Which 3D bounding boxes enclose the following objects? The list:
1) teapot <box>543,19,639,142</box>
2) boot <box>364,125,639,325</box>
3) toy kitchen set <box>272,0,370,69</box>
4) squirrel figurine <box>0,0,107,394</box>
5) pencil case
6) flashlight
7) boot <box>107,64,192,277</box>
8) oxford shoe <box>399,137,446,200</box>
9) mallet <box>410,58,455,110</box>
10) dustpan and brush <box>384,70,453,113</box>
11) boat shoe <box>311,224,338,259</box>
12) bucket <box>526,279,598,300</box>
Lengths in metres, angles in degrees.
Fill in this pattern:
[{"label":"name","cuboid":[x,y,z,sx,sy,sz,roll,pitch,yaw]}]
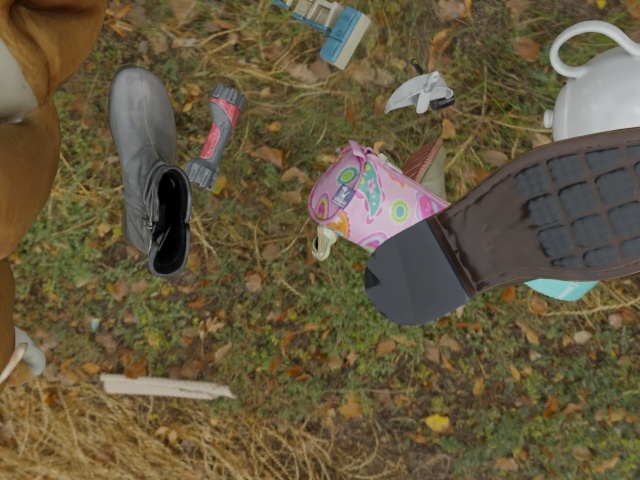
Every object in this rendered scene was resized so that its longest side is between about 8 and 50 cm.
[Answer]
[{"label":"teapot","cuboid":[0.488,-0.220,0.982,0.187,0.252,0.256,7,96,30]},{"label":"boot","cuboid":[0.138,-0.015,0.350,0.219,0.106,0.082,-22,89,32]},{"label":"toy kitchen set","cuboid":[-0.032,-0.490,1.231,0.166,0.207,0.122,16,108,-49]},{"label":"squirrel figurine","cuboid":[-0.298,-0.055,0.399,0.281,0.397,0.370,-9,113,-34]},{"label":"pencil case","cuboid":[0.123,-0.023,0.758,0.284,0.124,0.124,27,118,-25]},{"label":"flashlight","cuboid":[-0.323,-0.309,1.676,0.103,0.103,0.304,20,84,30]},{"label":"boot","cuboid":[-0.267,-0.124,0.933,0.118,0.223,0.338,-10,104,-27]},{"label":"oxford shoe","cuboid":[0.254,-0.107,1.421,0.146,0.397,0.140,41,141,-14]},{"label":"mallet","cuboid":[0.287,-0.426,1.535,0.062,0.189,0.039,-26,153,-16]},{"label":"dustpan and brush","cuboid":[0.214,-0.309,1.162,0.147,0.211,0.060,-14,74,-1]},{"label":"boat shoe","cuboid":[0.000,0.002,1.264,0.048,0.056,0.153,3,159,-13]},{"label":"bucket","cuboid":[0.504,-0.022,1.182,0.281,0.281,0.183,24,126,-4]}]
